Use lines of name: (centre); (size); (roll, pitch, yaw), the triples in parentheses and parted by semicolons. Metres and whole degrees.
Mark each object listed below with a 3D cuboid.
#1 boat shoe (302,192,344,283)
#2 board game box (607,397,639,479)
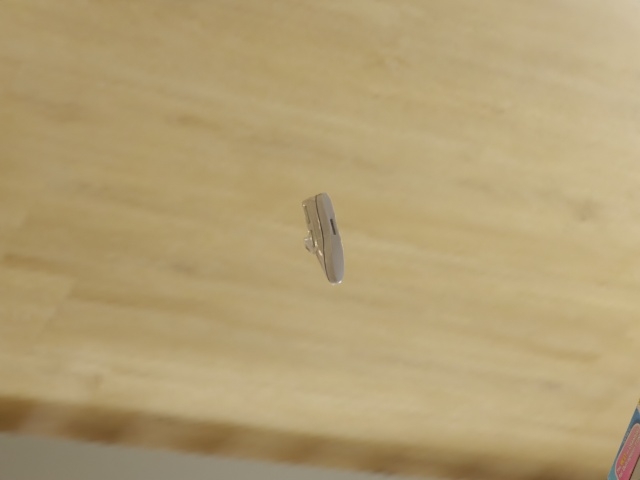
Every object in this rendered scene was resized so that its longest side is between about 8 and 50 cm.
boat shoe: (0.000, 0.000, 1.790); (0.035, 0.100, 0.035); (-15, -7, 25)
board game box: (0.558, 0.229, 2.250); (0.242, 0.064, 0.317); (14, -69, -12)
